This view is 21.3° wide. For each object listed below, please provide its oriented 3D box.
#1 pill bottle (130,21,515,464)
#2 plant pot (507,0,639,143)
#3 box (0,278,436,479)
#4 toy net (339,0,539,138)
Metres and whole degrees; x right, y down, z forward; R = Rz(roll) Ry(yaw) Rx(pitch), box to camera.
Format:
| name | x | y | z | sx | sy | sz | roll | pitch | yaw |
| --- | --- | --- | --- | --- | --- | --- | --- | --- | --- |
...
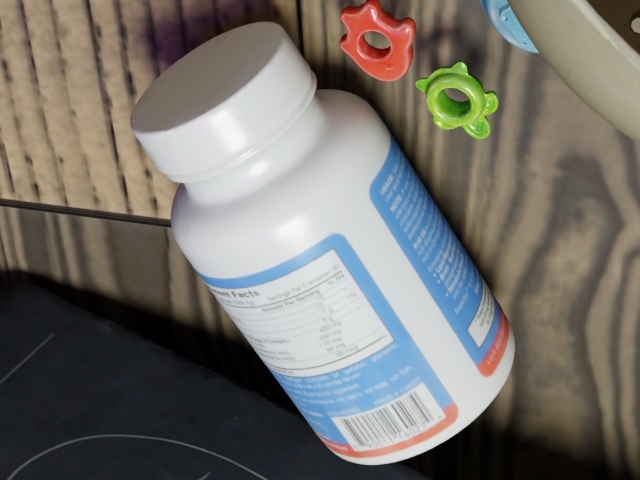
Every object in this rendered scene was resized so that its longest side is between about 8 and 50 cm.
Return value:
| name | x | y | z | sx | sy | sz | roll | pitch | yaw |
| --- | --- | --- | --- | --- | --- | --- | --- | --- | --- |
| pill bottle | 0.000 | 0.000 | 0.885 | 0.124 | 0.124 | 0.221 | -17 | 121 | 30 |
| plant pot | 0.177 | -0.137 | 0.642 | 0.284 | 0.284 | 0.191 | 24 | 167 | -1 |
| box | -0.115 | 0.333 | 0.892 | 0.472 | 0.480 | 0.297 | 25 | 134 | 20 |
| toy net | 0.029 | -0.155 | 0.801 | 0.232 | 0.045 | 0.122 | 41 | 131 | -14 |
